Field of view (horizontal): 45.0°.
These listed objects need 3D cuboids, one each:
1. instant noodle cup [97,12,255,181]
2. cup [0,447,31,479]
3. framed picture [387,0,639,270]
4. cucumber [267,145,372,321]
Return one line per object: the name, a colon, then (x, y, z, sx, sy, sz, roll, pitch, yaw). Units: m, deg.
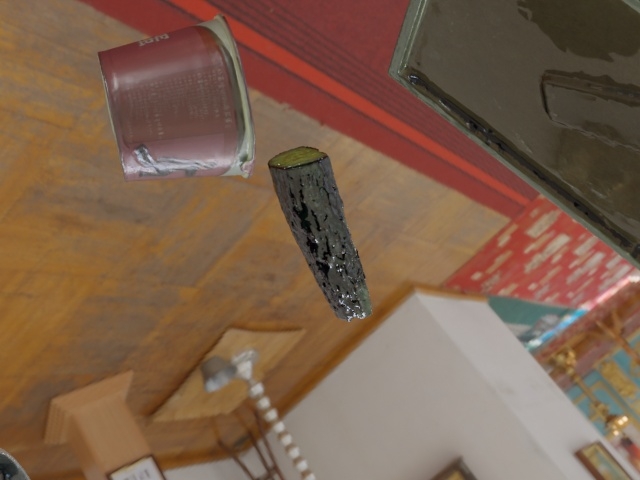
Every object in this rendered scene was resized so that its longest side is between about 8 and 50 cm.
instant noodle cup: (-0.201, -0.185, 1.069, 0.178, 0.235, 0.235, -12, 149, -14)
cup: (-0.286, 0.337, 0.789, 0.219, 0.290, 0.257, -36, 174, -12)
framed picture: (0.200, -0.090, 0.560, 0.022, 0.335, 0.247, -48, 170, -18)
cucumber: (-0.002, 0.002, 0.876, 0.062, 0.078, 0.211, -24, 116, -18)
